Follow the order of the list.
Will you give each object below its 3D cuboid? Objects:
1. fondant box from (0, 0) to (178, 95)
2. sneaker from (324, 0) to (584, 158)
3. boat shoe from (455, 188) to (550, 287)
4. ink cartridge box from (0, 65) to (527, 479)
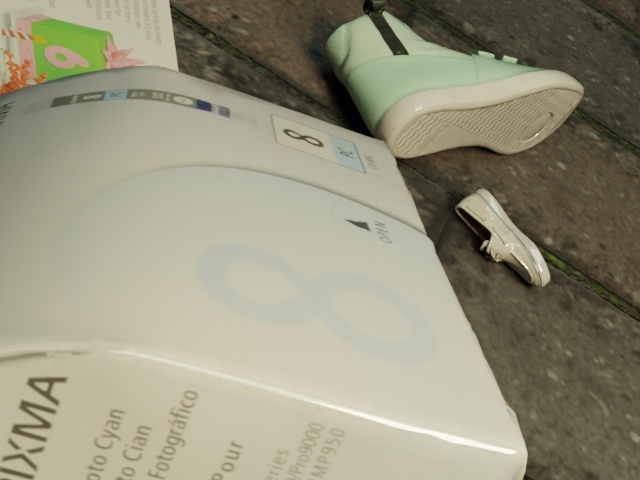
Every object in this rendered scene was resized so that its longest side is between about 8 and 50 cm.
[{"bbox_3d":[-0.253,-0.093,0.673,0.330,0.096,0.238,9,47,-25],"label":"fondant box"},{"bbox_3d":[0.123,-0.157,0.987,0.256,0.094,0.151,-7,52,-39],"label":"sneaker"},{"bbox_3d":[0.148,0.003,0.898,0.035,0.035,0.100,-30,72,-18],"label":"boat shoe"},{"bbox_3d":[-0.133,-0.016,0.458,0.385,0.091,0.308,19,22,-14],"label":"ink cartridge box"}]
